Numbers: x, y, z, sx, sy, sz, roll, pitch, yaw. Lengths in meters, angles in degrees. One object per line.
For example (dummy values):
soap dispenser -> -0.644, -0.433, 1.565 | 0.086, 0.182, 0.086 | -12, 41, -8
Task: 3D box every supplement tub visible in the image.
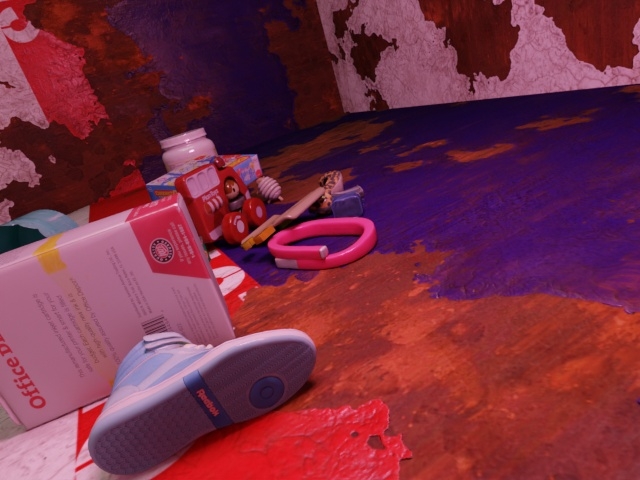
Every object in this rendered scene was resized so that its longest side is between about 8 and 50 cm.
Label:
supplement tub -> -0.555, -0.313, 1.909 | 0.235, 0.325, 0.235 | -15, 21, 6

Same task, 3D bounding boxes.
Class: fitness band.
fitness band -> 0.000, 0.000, 1.080 | 0.290, 0.054, 0.209 | 0, 27, 36

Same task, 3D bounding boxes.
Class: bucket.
bucket -> -0.918, 0.041, 1.395 | 0.281, 0.281, 0.183 | -14, 22, 7

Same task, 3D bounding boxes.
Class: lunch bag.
lunch bag -> 0.081, -0.104, 1.255 | 0.098, 0.067, 0.065 | -13, 22, 8

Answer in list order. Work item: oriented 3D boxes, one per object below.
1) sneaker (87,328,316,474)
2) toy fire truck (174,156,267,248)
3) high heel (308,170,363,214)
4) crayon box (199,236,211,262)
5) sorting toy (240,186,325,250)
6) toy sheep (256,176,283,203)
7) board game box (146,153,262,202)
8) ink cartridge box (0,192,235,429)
sneaker -> -0.176, 0.185, 0.653 | 0.318, 0.127, 0.208 | -21, 22, -12
toy fire truck -> -0.315, -0.127, 1.357 | 0.169, 0.254, 0.302 | -7, 23, 24
high heel -> -0.001, -0.159, 1.421 | 0.186, 0.093, 0.261 | -23, 27, -20
crayon box -> -0.396, 0.093, 1.111 | 0.165, 0.081, 0.278 | -17, 21, 2
sorting toy -> -0.127, -0.042, 1.240 | 0.229, 0.041, 0.307 | -27, 13, 38
toy sheep -> -0.194, -0.195, 1.649 | 0.091, 0.132, 0.091 | -53, -2, -3
board game box -> -0.431, -0.230, 1.617 | 0.301, 0.086, 0.308 | 5, 32, 30
ink cartridge box -> -0.389, 0.112, 0.779 | 0.384, 0.279, 0.160 | -21, 21, -12
